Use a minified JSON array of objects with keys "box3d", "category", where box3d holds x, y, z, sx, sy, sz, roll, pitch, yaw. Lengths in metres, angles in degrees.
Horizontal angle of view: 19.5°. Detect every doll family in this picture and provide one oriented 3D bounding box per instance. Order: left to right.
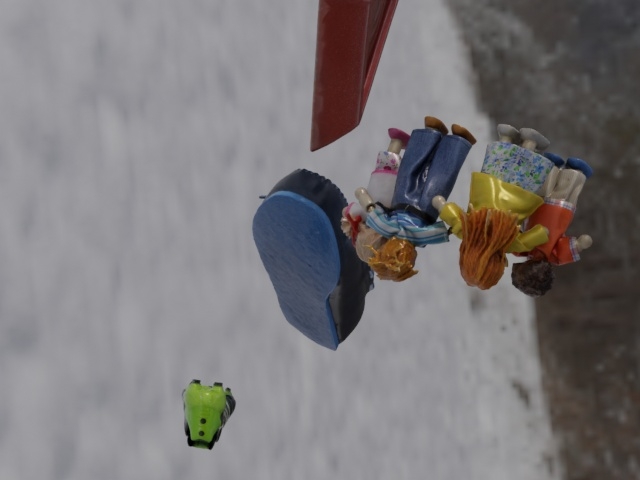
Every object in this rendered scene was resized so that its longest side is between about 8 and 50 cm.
[{"box3d":[0.119,-0.030,1.741,0.118,0.263,0.163,47,59,-55],"category":"doll family"}]

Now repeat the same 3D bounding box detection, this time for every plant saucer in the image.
[{"box3d":[0.047,-0.255,1.869,0.259,0.047,0.258,93,12,-56],"category":"plant saucer"}]

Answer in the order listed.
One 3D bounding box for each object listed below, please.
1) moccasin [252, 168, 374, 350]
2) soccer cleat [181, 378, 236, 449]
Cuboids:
[{"box3d":[0.000,0.000,2.113,0.117,0.137,0.342,-51,165,-20],"category":"moccasin"},{"box3d":[-0.127,0.192,2.039,0.179,0.060,0.072,87,10,-83],"category":"soccer cleat"}]
